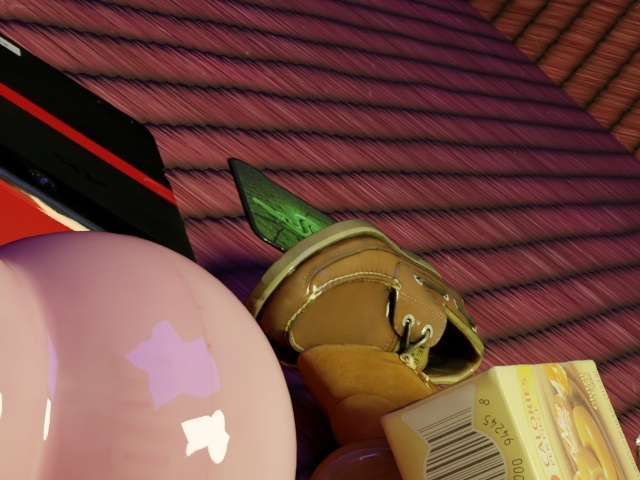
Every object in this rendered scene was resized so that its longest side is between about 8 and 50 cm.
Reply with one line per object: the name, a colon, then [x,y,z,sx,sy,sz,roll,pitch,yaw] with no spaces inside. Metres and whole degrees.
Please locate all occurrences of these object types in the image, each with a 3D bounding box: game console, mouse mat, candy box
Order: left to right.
game console: [-0.260,-0.095,1.279,0.386,0.060,0.342,33,13,-25]
mouse mat: [0.000,0.000,1.665,0.189,0.007,0.153,32,18,-28]
candy box: [0.160,0.232,1.084,0.183,0.087,0.316,4,63,-63]

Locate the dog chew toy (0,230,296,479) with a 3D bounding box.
dog chew toy: [-0.172,0.080,0.770,0.331,0.207,0.207,16,28,-39]

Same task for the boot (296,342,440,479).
boot: [0.036,0.142,1.249,0.295,0.104,0.211,25,16,-49]

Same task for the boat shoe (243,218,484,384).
boat shoe: [0.052,0.060,1.438,0.104,0.111,0.307,46,18,21]

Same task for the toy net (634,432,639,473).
toy net: [0.326,0.219,1.475,0.232,0.045,0.122,22,27,-40]
